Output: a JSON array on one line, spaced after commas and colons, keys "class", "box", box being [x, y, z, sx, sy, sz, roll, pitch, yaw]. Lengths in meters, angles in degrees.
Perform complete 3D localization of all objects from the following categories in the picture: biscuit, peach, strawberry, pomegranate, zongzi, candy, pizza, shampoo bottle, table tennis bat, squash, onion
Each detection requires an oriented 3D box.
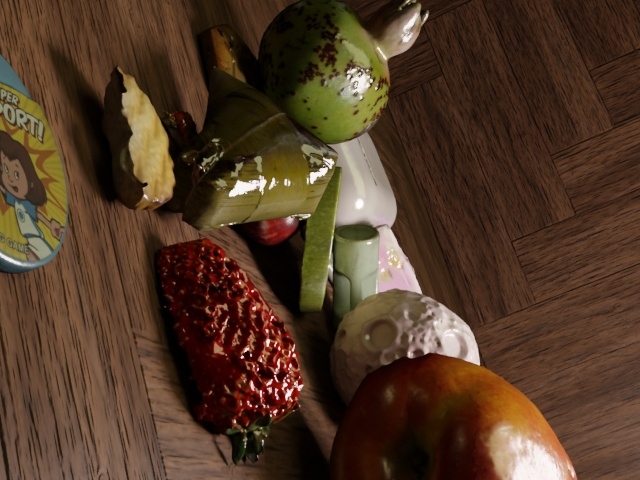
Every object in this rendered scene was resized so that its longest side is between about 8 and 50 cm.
[{"class": "biscuit", "box": [-0.225, -0.109, 1.150, 0.118, 0.061, 0.183, 41, 31, -64]}, {"class": "peach", "box": [0.192, 0.369, 1.351, 0.406, 0.335, 0.310, 57, 12, -30]}, {"class": "strawberry", "box": [-0.098, 0.122, 1.152, 0.286, 0.106, 0.188, 67, 12, 3]}, {"class": "pomegranate", "box": [0.052, -0.350, 1.798, 0.285, 0.340, 0.285, 54, 16, -23]}, {"class": "zongzi", "box": [-0.155, -0.149, 1.346, 0.300, 0.145, 0.273, 48, 33, 22]}, {"class": "candy", "box": [0.139, 0.103, 1.966, 0.155, 0.115, 0.265, -176, -118, -84]}, {"class": "pizza", "box": [-0.191, -0.148, 1.402, 0.099, 0.029, 0.100, 67, 15, -2]}, {"class": "shampoo bottle", "box": [0.064, 0.096, 1.748, 0.118, 0.087, 0.234, -95, -175, -74]}, {"class": "table tennis bat", "box": [-0.316, -0.124, 0.882, 0.215, 0.044, 0.329, 29, 41, -66]}, {"class": "biscuit", "box": [-0.122, -0.247, 1.793, 0.359, 0.046, 0.359, 58, 17, -30]}, {"class": "squash", "box": [0.000, 0.000, 1.595, 0.252, 0.048, 0.252, 6, 90, -89]}, {"class": "onion", "box": [-0.077, -0.055, 1.492, 0.131, 0.131, 0.131, 59, 16, -28]}]

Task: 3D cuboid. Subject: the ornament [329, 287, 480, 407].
[{"class": "ornament", "box": [0.137, 0.214, 1.601, 0.259, 0.225, 0.259, 32, -14, 9]}]

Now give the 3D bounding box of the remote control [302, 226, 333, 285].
[{"class": "remote control", "box": [0.034, 0.066, 1.890, 0.261, 0.029, 0.067, 60, 14, -27]}]

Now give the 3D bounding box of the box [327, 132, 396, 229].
[{"class": "box", "box": [0.053, -0.148, 2.077, 0.289, 0.141, 0.349, 70, 14, 10]}]

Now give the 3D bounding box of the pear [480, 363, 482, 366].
[{"class": "pear", "box": [0.300, 0.421, 2.025, 0.399, 0.165, 0.399, 59, 16, -28]}]

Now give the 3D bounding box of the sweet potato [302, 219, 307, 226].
[{"class": "sweet potato", "box": [-0.051, -0.047, 1.702, 0.068, 0.068, 0.226, 66, 23, -4]}]
